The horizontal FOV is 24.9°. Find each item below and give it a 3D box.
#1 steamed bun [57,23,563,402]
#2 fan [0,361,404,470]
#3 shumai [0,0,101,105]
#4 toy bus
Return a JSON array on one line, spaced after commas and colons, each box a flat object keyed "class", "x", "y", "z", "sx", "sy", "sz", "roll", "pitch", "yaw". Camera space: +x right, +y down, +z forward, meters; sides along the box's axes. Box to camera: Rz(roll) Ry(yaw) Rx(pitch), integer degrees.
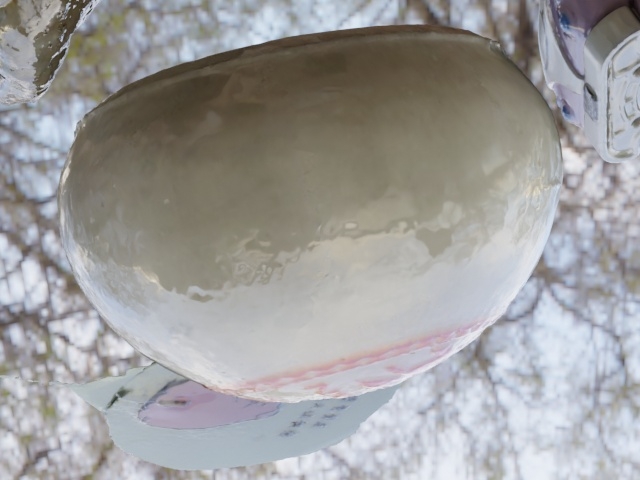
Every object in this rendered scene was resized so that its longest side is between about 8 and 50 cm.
[{"class": "steamed bun", "x": 0.000, "y": 0.000, "z": 0.661, "sx": 0.231, "sy": 0.145, "sz": 0.232, "roll": -10, "pitch": 172, "yaw": -1}, {"class": "fan", "x": -0.094, "y": 0.085, "z": 0.793, "sx": 0.310, "sy": 0.182, "sz": 0.010, "roll": 8, "pitch": -129, "yaw": -31}, {"class": "shumai", "x": -0.107, "y": -0.161, "z": 0.648, "sx": 0.120, "sy": 0.201, "sz": 0.201, "roll": -5, "pitch": -149, "yaw": -19}, {"class": "toy bus", "x": 0.228, "y": -0.153, "z": 0.882, "sx": 0.202, "sy": 0.142, "sz": 0.142, "roll": -24, "pitch": -121, "yaw": -5}]
